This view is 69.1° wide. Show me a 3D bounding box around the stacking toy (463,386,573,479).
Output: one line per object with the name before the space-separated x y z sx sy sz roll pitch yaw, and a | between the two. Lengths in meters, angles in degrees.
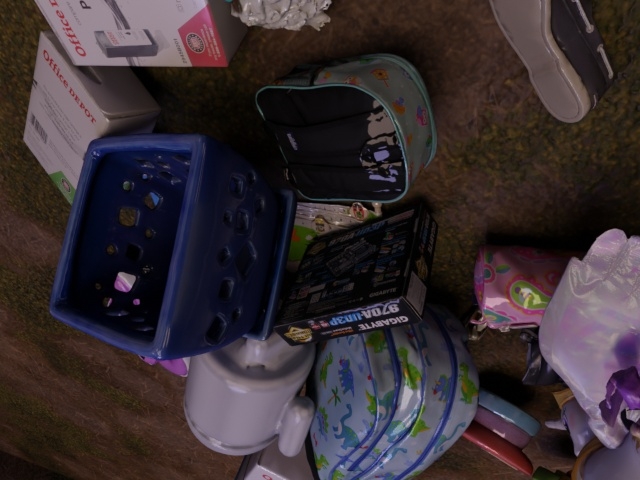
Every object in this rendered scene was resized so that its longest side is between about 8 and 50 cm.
stacking toy | 0.414 0.374 0.848 0.308 0.131 0.279 24 166 35

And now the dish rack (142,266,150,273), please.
dish rack | -0.233 0.122 0.938 0.208 0.074 0.272 3 131 19

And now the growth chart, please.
growth chart | 0.000 0.000 0.773 0.237 0.021 0.172 2 130 23

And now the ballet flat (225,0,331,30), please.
ballet flat | 0.031 -0.364 0.393 0.146 0.147 0.409 33 137 -6

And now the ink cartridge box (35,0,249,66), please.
ink cartridge box | -0.212 -0.290 0.530 0.217 0.092 0.159 7 145 14

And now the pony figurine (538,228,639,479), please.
pony figurine | 0.343 0.208 0.468 0.302 0.363 0.351 23 125 5

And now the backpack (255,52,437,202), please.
backpack | 0.043 -0.132 0.544 0.188 0.144 0.166 16 137 46

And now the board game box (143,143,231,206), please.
board game box | -0.202 -0.061 0.786 0.159 0.047 0.211 6 130 19

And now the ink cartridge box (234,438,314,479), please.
ink cartridge box | -0.068 0.655 1.266 0.285 0.166 0.395 26 133 -1

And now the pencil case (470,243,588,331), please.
pencil case | 0.345 0.066 0.610 0.283 0.124 0.124 0 129 20

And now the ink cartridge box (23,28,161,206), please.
ink cartridge box | -0.344 -0.171 0.689 0.160 0.092 0.219 52 132 6

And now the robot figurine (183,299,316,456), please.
robot figurine | -0.128 0.234 0.811 0.300 0.199 0.354 43 132 27

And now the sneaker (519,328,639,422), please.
sneaker | 0.413 0.215 0.735 0.153 0.101 0.269 -11 126 40

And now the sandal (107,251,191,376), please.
sandal | -0.406 0.191 1.028 0.169 0.102 0.417 20 140 28

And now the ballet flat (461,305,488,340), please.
ballet flat | 0.259 0.141 0.770 0.041 0.041 0.114 19 134 7

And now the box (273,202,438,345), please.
box | 0.048 0.051 0.657 0.220 0.175 0.051 -20 123 36

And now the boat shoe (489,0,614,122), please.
boat shoe | 0.234 -0.223 0.468 0.064 0.075 0.206 -37 109 -5

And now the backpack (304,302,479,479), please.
backpack | 0.099 0.249 0.770 0.273 0.290 0.355 25 131 -30

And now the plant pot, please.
plant pot | -0.168 0.010 0.597 0.235 0.236 0.212 7 173 34
